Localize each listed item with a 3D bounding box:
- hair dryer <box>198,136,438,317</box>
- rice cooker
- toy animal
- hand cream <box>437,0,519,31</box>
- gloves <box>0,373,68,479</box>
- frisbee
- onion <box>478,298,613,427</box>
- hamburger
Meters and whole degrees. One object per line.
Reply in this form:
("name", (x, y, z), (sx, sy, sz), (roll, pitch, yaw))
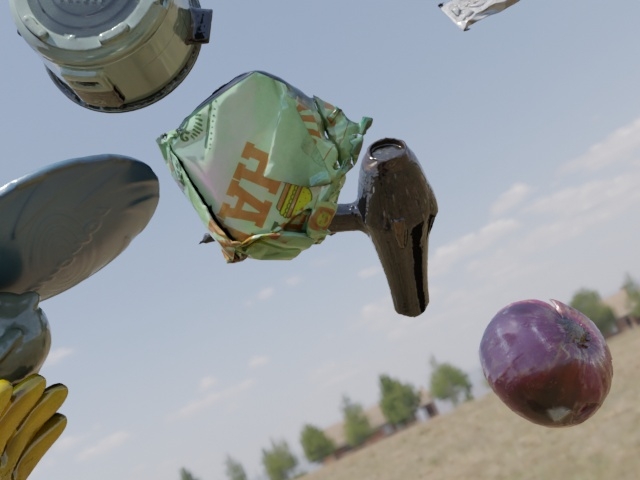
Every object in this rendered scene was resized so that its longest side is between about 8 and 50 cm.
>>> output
("hair dryer", (0.000, 0.000, 1.828), (0.359, 0.120, 0.304), (-7, -51, 2))
("rice cooker", (-0.292, -0.310, 1.683), (0.280, 0.241, 0.227), (2, -14, 8))
("toy animal", (-0.351, 0.160, 1.355), (0.138, 0.108, 0.236), (-38, -31, -29))
("hand cream", (0.308, -0.414, 1.889), (0.257, 0.084, 0.050), (-36, -41, 7))
("gloves", (-0.341, 0.265, 1.235), (0.133, 0.116, 0.294), (81, -149, -59))
("frisbee", (-0.299, 0.010, 1.347), (0.289, 0.049, 0.289), (-29, -19, -11))
("onion", (0.350, 0.199, 1.883), (0.200, 0.207, 0.200), (-30, 25, 16))
("hamburger", (-0.051, -0.092, 1.423), (0.235, 0.214, 0.125), (-36, 4, -1))
